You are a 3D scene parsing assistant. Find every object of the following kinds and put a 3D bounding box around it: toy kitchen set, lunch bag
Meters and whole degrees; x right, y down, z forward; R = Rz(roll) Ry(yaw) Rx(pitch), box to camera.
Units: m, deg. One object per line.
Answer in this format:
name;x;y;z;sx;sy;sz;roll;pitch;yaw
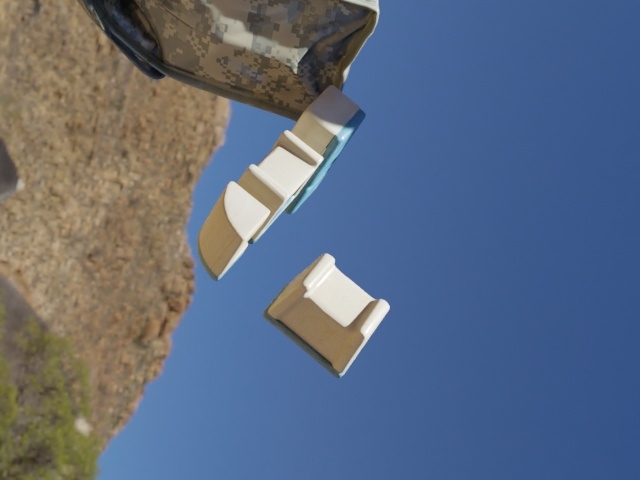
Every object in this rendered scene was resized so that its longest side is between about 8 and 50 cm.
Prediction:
toy kitchen set;0.000;0.000;0.821;0.207;0.166;0.122;-50;179;-42
lunch bag;-0.095;-0.266;0.936;0.235;0.287;0.169;-85;-164;-47
